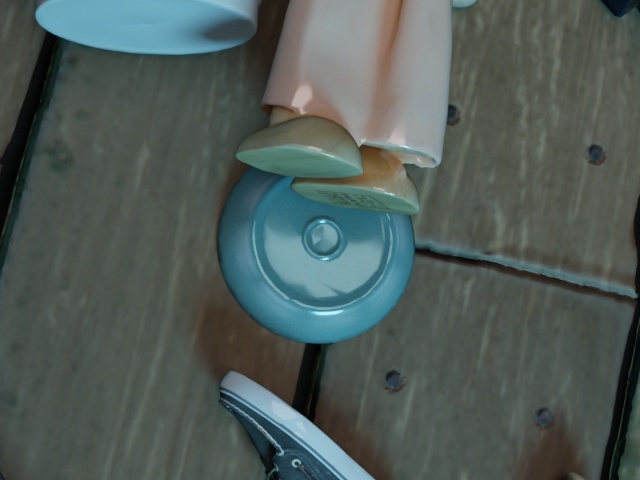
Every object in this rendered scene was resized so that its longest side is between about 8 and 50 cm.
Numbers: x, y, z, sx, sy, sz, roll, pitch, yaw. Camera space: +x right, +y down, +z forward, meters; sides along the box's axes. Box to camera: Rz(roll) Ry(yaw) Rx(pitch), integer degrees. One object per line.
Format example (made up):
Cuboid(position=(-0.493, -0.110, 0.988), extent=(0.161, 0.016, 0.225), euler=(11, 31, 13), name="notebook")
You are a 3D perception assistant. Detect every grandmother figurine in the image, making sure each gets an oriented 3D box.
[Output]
Cuboid(position=(0.047, -0.192, 0.903), extent=(0.104, 0.208, 0.342), euler=(8, 79, 23), name="grandmother figurine")

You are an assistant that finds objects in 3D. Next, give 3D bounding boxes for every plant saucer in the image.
Cuboid(position=(0.000, 0.000, 0.942), extent=(0.119, 0.021, 0.119), euler=(2, 82, -12), name="plant saucer")

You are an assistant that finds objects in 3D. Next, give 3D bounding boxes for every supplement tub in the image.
Cuboid(position=(-0.092, -0.215, 0.892), extent=(0.144, 0.144, 0.200), euler=(3, 81, -11), name="supplement tub")

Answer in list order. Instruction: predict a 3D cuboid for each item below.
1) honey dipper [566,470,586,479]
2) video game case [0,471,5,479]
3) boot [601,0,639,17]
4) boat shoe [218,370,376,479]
Cuboid(position=(0.102, 0.201, 0.930), extent=(0.030, 0.030, 0.161), euler=(45, 79, -2), name="honey dipper")
Cuboid(position=(-0.244, 0.222, 0.837), extent=(0.232, 0.042, 0.210), euler=(-30, 93, -12), name="video game case")
Cuboid(position=(0.258, -0.139, 0.984), extent=(0.106, 0.082, 0.219), euler=(-39, 89, -11), name="boot")
Cuboid(position=(-0.007, 0.131, 0.907), extent=(0.142, 0.049, 0.040), euler=(41, 77, -5), name="boat shoe")
